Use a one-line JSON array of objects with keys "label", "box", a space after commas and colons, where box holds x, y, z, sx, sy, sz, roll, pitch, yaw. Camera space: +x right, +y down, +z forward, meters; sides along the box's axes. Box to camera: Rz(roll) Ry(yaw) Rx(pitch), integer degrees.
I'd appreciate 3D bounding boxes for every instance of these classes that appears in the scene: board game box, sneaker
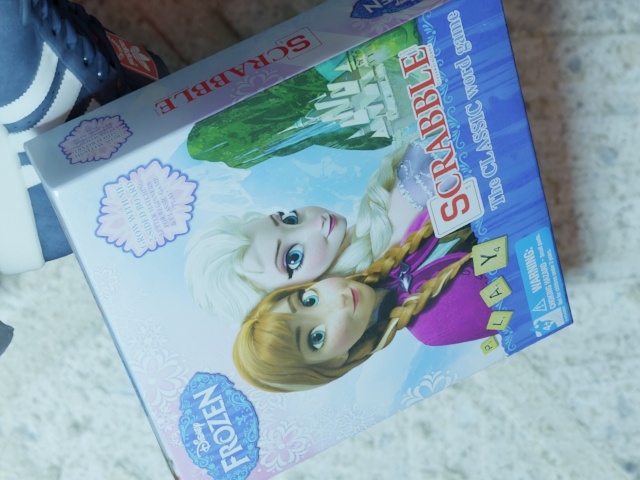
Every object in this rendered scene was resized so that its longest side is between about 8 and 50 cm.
[{"label": "board game box", "box": [0.000, 0.000, 1.318, 0.318, 0.066, 0.319, -27, 130, -9]}, {"label": "sneaker", "box": [-0.173, -0.120, 1.264, 0.148, 0.131, 0.350, -16, 147, -10]}]

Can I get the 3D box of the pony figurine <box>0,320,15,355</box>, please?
[{"label": "pony figurine", "box": [-0.345, 0.004, 1.209, 0.302, 0.351, 0.364, 6, 110, -7]}]
